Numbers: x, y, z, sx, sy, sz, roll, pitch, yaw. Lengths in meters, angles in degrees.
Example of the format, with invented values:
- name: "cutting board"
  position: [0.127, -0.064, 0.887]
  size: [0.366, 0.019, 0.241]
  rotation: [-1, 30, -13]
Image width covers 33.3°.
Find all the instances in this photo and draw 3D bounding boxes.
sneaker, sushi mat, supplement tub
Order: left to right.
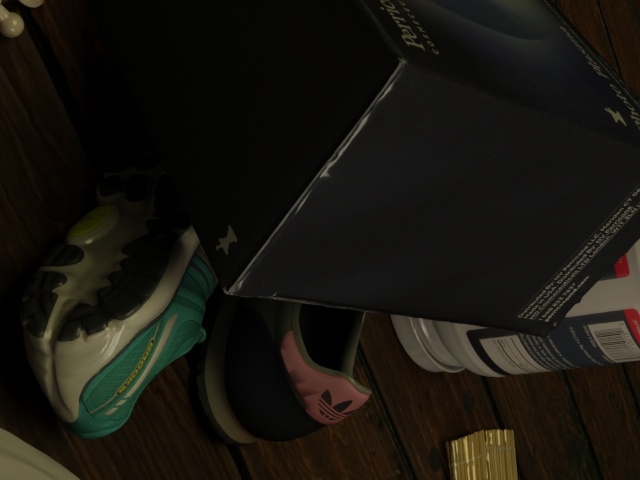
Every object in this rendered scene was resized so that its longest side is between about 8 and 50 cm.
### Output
- name: "sneaker"
  position: [-0.109, 0.016, 0.717]
  size: [0.275, 0.107, 0.110]
  rotation: [-56, 151, -48]
- name: "sneaker"
  position: [0.000, 0.000, 0.827]
  size: [0.112, 0.131, 0.319]
  rotation: [34, 52, -45]
- name: "sushi mat"
  position: [0.180, 0.353, 1.096]
  size: [0.151, 0.019, 0.316]
  rotation: [9, 72, -54]
- name: "supplement tub"
  position: [0.218, 0.029, 1.018]
  size: [0.191, 0.272, 0.191]
  rotation: [22, 63, -52]

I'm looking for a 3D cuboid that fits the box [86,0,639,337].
- name: "box"
  position: [0.043, -0.108, 0.721]
  size: [0.294, 0.183, 0.296]
  rotation: [9, 39, -41]

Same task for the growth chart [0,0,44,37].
- name: "growth chart"
  position: [-0.215, -0.262, 0.686]
  size: [0.172, 0.021, 0.237]
  rotation: [40, 50, -45]

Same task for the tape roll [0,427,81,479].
- name: "tape roll"
  position: [-0.137, 0.208, 0.453]
  size: [0.286, 0.100, 0.286]
  rotation: [48, 6, -7]
